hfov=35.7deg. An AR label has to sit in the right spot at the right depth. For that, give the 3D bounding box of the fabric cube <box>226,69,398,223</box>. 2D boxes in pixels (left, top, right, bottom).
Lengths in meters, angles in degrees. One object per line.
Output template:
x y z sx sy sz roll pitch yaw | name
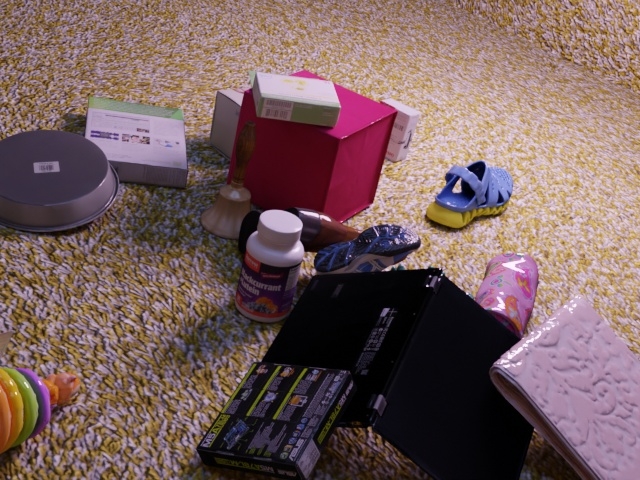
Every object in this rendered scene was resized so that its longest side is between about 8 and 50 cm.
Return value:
-0.019 -0.203 2.225 0.258 0.254 0.259 27 32 23 | fabric cube

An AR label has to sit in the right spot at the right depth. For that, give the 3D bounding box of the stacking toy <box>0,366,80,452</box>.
-0.456 0.239 1.423 0.165 0.175 0.302 53 25 16 | stacking toy

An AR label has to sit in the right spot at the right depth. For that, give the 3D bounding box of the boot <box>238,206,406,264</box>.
0.000 0.000 2.021 0.280 0.264 0.096 14 68 -35 | boot

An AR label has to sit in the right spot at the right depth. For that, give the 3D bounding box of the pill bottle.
-0.091 0.046 1.833 0.108 0.193 0.108 10 30 -6 | pill bottle

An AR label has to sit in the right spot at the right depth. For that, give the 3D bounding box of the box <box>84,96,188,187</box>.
-0.429 -0.231 2.296 0.232 0.058 0.322 7 32 -14 | box

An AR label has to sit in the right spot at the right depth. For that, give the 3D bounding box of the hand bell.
-0.169 -0.135 2.058 0.126 0.242 0.126 11 31 -6 | hand bell

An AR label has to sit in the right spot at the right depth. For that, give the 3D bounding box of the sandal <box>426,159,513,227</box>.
0.382 -0.132 2.402 0.126 0.138 0.317 27 30 25 | sandal

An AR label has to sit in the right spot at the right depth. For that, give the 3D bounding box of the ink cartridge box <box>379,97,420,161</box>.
0.189 -0.287 2.579 0.099 0.135 0.056 31 31 26 | ink cartridge box

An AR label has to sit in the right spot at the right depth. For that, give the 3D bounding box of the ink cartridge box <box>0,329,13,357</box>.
-0.539 0.177 1.436 0.145 0.179 0.045 -14 63 -40 | ink cartridge box

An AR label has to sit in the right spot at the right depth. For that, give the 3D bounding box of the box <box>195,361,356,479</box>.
-0.065 0.268 1.499 0.184 0.045 0.190 -2 38 33 | box

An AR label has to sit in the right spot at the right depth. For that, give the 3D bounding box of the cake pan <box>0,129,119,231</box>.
-0.558 -0.131 2.016 0.293 0.054 0.293 6 41 -5 | cake pan

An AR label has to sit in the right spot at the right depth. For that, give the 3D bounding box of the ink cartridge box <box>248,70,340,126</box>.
-0.060 -0.325 2.112 0.171 0.056 0.235 5 34 -14 | ink cartridge box

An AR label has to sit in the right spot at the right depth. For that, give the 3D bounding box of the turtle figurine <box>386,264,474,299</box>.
0.194 0.114 1.922 0.175 0.118 0.234 19 16 -6 | turtle figurine

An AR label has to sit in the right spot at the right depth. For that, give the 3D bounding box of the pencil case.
0.361 0.127 1.976 0.124 0.124 0.284 20 30 10 | pencil case

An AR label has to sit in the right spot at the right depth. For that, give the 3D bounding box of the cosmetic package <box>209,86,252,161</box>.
-0.111 -0.292 2.444 0.296 0.153 0.129 -11 37 -40 | cosmetic package

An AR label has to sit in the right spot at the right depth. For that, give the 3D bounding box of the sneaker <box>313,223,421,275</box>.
0.091 0.032 1.900 0.211 0.081 0.080 -17 45 -3 | sneaker

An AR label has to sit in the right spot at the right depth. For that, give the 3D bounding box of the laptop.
0.130 0.252 1.678 0.408 0.236 0.382 -4 33 29 | laptop

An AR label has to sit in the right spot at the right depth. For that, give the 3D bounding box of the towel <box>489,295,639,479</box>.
0.473 0.276 1.722 0.317 0.053 0.332 50 41 11 | towel
